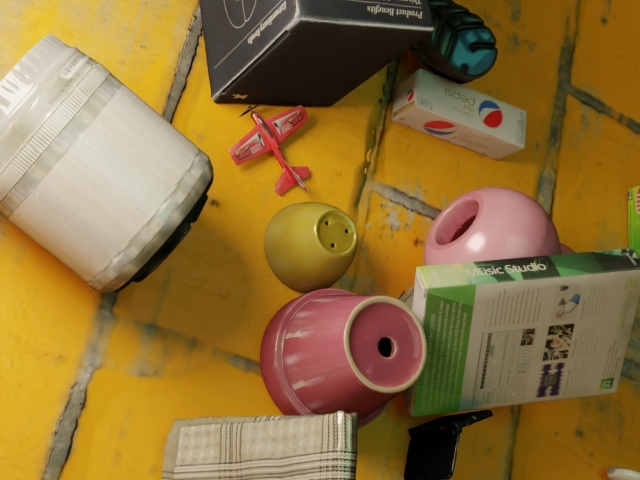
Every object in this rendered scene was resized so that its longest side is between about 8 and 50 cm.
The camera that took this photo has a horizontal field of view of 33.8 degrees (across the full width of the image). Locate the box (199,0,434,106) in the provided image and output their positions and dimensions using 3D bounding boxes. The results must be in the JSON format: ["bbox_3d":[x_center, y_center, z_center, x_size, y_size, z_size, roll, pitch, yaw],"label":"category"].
[{"bbox_3d":[-0.030,-0.424,1.484,0.212,0.293,0.395,-1,77,-29],"label":"box"}]

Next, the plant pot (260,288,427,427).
[{"bbox_3d":[0.044,0.154,1.433,0.201,0.180,0.201,9,72,-27],"label":"plant pot"}]

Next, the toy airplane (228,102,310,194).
[{"bbox_3d":[-0.063,-0.133,1.541,0.151,0.028,0.151,7,74,-26],"label":"toy airplane"}]

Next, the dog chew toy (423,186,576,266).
[{"bbox_3d":[0.313,0.069,1.602,0.332,0.206,0.206,40,61,-23],"label":"dog chew toy"}]

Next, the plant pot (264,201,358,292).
[{"bbox_3d":[0.000,0.000,1.500,0.134,0.095,0.134,8,72,-27],"label":"plant pot"}]

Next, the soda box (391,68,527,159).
[{"bbox_3d":[0.224,-0.199,1.691,0.216,0.074,0.069,18,69,-24],"label":"soda box"}]

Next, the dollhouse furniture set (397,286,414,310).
[{"bbox_3d":[0.162,0.146,1.593,0.152,0.058,0.076,42,67,9],"label":"dollhouse furniture set"}]

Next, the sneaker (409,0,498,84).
[{"bbox_3d":[0.131,-0.380,1.661,0.125,0.139,0.341,-37,94,-11],"label":"sneaker"}]

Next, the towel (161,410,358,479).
[{"bbox_3d":[-0.096,0.354,1.229,0.056,0.324,0.312,23,64,-44],"label":"towel"}]

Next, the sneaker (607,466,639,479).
[{"bbox_3d":[0.517,0.418,1.698,0.152,0.054,0.061,39,64,-15],"label":"sneaker"}]

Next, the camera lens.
[{"bbox_3d":[-0.286,-0.088,1.293,0.274,0.219,0.219,41,61,-14],"label":"camera lens"}]

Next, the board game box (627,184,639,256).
[{"bbox_3d":[0.581,-0.012,1.827,0.043,0.092,0.181,13,71,-25],"label":"board game box"}]

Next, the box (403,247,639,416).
[{"bbox_3d":[0.283,0.131,1.490,0.322,0.232,0.058,-5,34,-12],"label":"box"}]

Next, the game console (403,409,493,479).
[{"bbox_3d":[0.182,0.293,1.505,0.107,0.122,0.071,-14,84,-32],"label":"game console"}]
